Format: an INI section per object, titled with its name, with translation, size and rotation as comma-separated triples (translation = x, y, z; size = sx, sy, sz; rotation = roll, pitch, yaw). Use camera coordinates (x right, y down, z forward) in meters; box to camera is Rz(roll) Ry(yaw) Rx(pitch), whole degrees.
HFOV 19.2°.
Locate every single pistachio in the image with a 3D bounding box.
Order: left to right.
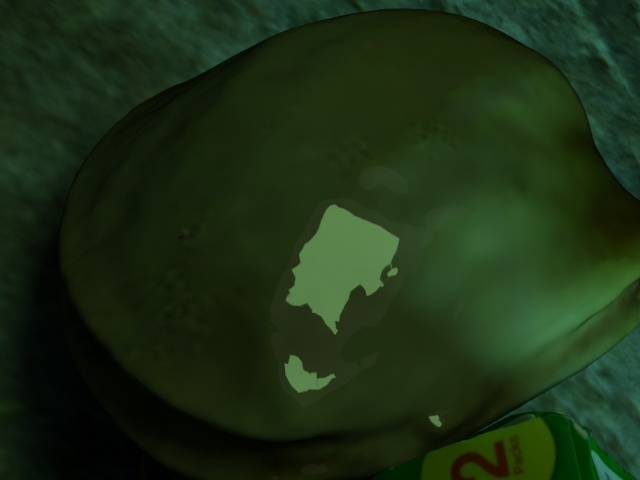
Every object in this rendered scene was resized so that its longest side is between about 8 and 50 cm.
[pistachio]
translation = 0.000, 0.000, 0.727
size = 0.213, 0.162, 0.260
rotation = 25, 30, 31

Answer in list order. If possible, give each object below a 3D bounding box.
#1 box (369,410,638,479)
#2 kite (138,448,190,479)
[box]
translation = 0.110, 0.184, 0.631
size = 0.250, 0.103, 0.180
rotation = 41, 31, -38
[kite]
translation = -0.012, 0.125, 0.708
size = 0.183, 0.014, 0.241
rotation = -17, 65, -51
